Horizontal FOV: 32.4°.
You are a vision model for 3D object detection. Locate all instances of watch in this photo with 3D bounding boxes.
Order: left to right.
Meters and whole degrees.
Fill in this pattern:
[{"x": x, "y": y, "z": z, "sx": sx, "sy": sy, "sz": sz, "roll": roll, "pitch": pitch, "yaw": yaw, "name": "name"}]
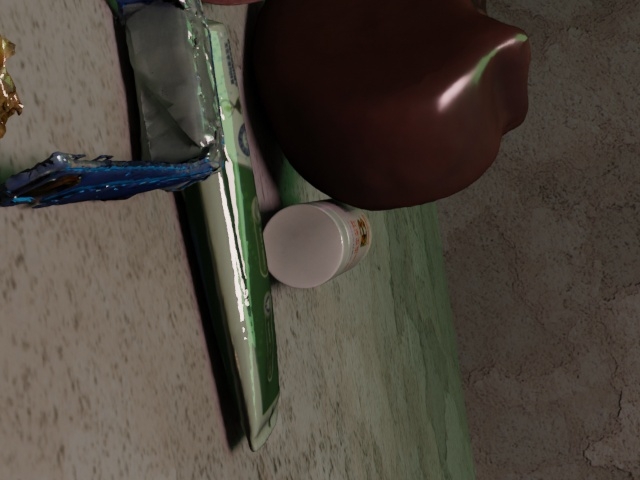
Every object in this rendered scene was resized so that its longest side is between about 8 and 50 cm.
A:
[{"x": -0.150, "y": -0.159, "z": 0.705, "sx": 0.274, "sy": 0.068, "sz": 0.276, "roll": -8, "pitch": 88, "yaw": -73, "name": "watch"}]

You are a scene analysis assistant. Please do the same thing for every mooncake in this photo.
[{"x": 0.082, "y": -0.194, "z": 1.199, "sx": 0.326, "sy": 0.334, "sz": 0.174, "roll": 32, "pitch": -26, "yaw": 41, "name": "mooncake"}]

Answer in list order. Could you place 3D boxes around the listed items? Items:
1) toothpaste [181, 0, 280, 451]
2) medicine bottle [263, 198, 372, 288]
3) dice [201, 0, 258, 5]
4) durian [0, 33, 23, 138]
[{"x": -0.080, "y": -0.025, "z": 0.895, "sx": 0.099, "sy": 0.061, "sz": 0.392, "roll": -49, "pitch": 130, "yaw": -75, "name": "toothpaste"}, {"x": 0.000, "y": 0.000, "z": 1.166, "sx": 0.183, "sy": 0.086, "sz": 0.086, "roll": -21, "pitch": 101, "yaw": -78, "name": "medicine bottle"}, {"x": -0.082, "y": -0.273, "z": 1.009, "sx": 0.093, "sy": 0.094, "sz": 0.091, "roll": 35, "pitch": 49, "yaw": -74, "name": "dice"}, {"x": -0.178, "y": -0.118, "z": 0.362, "sx": 0.182, "sy": 0.132, "sz": 0.165, "roll": 70, "pitch": 23, "yaw": -51, "name": "durian"}]
